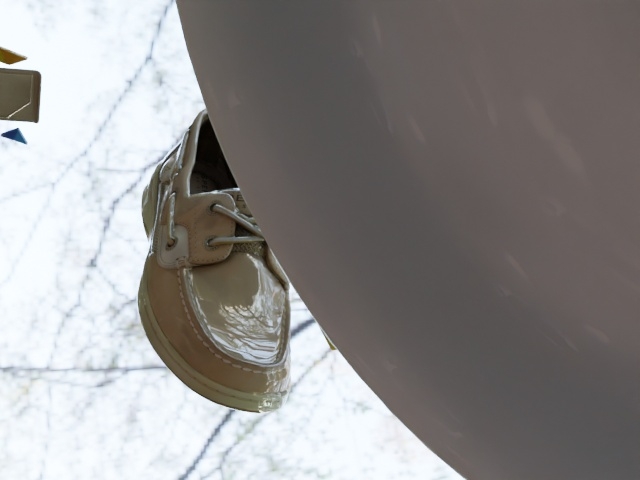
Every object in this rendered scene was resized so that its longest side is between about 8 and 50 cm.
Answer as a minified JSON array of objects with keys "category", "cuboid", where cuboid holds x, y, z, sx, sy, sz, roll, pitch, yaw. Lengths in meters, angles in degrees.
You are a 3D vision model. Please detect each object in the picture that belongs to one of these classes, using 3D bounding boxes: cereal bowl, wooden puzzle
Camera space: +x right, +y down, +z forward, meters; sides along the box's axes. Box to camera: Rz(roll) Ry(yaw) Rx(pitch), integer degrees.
[{"category":"cereal bowl","cuboid":[0.102,-0.072,0.420,0.339,0.141,0.339,36,-40,38]},{"category":"wooden puzzle","cuboid":[-0.338,-0.159,1.480,0.014,0.079,0.116,-96,-159,-52]}]

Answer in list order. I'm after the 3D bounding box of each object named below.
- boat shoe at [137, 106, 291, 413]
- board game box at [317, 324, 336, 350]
[{"category":"boat shoe","cuboid":[-0.085,0.004,1.153,0.110,0.122,0.341,-61,-151,28]},{"category":"board game box","cuboid":[0.000,0.000,1.517,0.039,0.124,0.259,-16,-66,34]}]
